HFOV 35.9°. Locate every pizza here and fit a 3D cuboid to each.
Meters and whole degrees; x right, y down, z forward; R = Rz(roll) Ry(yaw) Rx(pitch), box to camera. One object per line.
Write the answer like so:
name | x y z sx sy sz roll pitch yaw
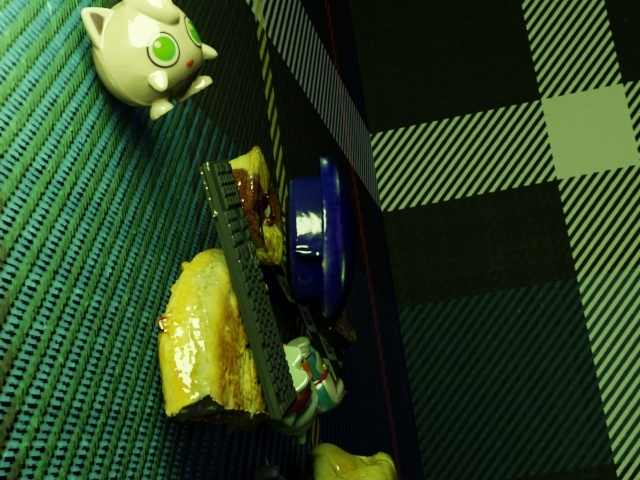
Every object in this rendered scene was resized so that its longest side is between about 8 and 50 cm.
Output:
pizza | -0.117 0.134 1.158 0.335 0.086 0.226 -81 155 -63

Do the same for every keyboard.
keyboard | -0.083 0.055 1.165 0.101 0.018 0.310 -29 104 -77

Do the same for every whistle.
whistle | -0.058 0.206 1.405 0.101 0.106 0.253 36 -17 34

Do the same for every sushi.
sushi | -0.006 0.075 1.741 0.290 0.050 0.264 61 13 -8

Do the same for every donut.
donut | 0.057 0.499 1.560 0.360 0.170 0.360 -5 90 -82
donut | -0.105 -0.044 1.462 0.184 0.073 0.166 66 16 -56

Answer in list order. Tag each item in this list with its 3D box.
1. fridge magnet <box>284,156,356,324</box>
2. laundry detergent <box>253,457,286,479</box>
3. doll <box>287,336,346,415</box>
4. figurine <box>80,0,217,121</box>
fridge magnet | 0.000 0.000 1.562 0.265 0.112 0.265 180 -90 -89
laundry detergent | -0.057 0.394 1.311 0.096 0.061 0.206 9 70 -77
doll | -0.011 0.239 1.682 0.114 0.085 0.152 -90 158 -64
figurine | -0.182 -0.203 1.050 0.138 0.125 0.125 63 14 -14
